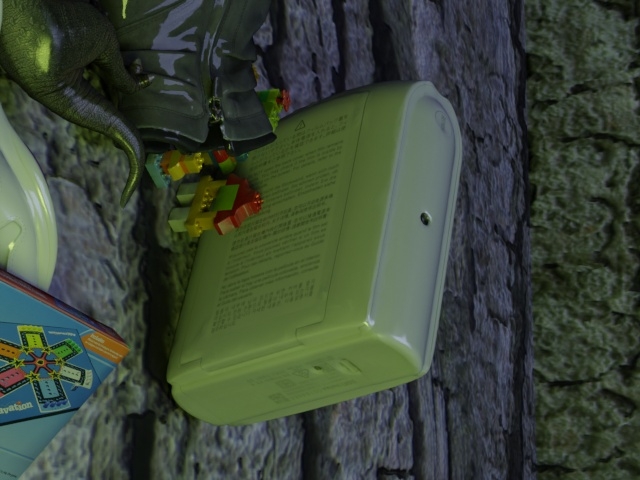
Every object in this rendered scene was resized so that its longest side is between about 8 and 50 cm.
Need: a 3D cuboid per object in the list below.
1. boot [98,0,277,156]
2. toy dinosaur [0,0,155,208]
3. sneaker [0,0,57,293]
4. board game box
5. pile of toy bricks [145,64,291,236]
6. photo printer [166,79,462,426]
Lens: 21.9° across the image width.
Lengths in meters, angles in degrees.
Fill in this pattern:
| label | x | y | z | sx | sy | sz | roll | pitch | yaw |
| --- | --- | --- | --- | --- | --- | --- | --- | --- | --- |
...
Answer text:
| label | x | y | z | sx | sy | sz | roll | pitch | yaw |
| --- | --- | --- | --- | --- | --- | --- | --- | --- | --- |
| boot | -0.072 | -0.185 | 1.430 | 0.338 | 0.118 | 0.222 | -15 | 94 | -45 |
| toy dinosaur | -0.200 | -0.179 | 1.218 | 0.160 | 0.121 | 0.313 | -10 | 101 | -57 |
| sneaker | -0.262 | -0.062 | 1.045 | 0.152 | 0.114 | 0.305 | -34 | 124 | -40 |
| board game box | -0.235 | 0.080 | 1.037 | 0.145 | 0.027 | 0.281 | -48 | 153 | 1 |
| pile of toy bricks | -0.078 | -0.113 | 1.499 | 0.118 | 0.105 | 0.212 | 65 | 29 | -43 |
| photo printer | 0.000 | 0.000 | 1.489 | 0.107 | 0.256 | 0.307 | 40 | 45 | -35 |
